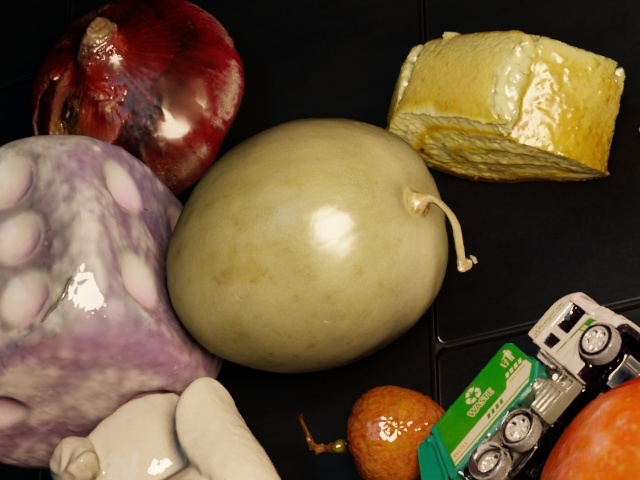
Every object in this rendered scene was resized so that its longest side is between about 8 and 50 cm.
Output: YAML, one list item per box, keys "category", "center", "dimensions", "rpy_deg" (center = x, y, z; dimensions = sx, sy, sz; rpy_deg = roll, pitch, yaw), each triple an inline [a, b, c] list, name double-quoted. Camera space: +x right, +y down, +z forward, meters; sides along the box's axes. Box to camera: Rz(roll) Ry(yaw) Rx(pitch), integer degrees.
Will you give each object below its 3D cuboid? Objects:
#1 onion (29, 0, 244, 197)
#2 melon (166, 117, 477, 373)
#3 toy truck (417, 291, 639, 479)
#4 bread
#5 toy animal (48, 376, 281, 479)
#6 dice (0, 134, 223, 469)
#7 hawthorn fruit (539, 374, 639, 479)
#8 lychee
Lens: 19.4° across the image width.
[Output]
- category: "onion"
  center: [-0.226, -0.173, 2.136]
  dimensions: [0.272, 0.195, 0.272]
  rpy_deg: [-14, 58, 24]
- category: "melon"
  center: [-0.013, 0.006, 1.870]
  dimensions: [0.308, 0.272, 0.271]
  rpy_deg: [-30, 54, 11]
- category: "toy truck"
  center: [0.200, 0.168, 1.745]
  dimensions: [0.253, 0.114, 0.124]
  rpy_deg: [-50, 40, 1]
- category: "bread"
  center: [0.173, -0.136, 1.870]
  dimensions: [0.257, 0.186, 0.124]
  rpy_deg: [3, 72, 42]
- category: "toy animal"
  center: [-0.133, 0.289, 1.835]
  dimensions: [0.271, 0.206, 0.265]
  rpy_deg: [-51, 47, -3]
- category: "dice"
  center: [-0.279, 0.069, 1.994]
  dimensions: [0.270, 0.271, 0.270]
  rpy_deg: [-27, 54, 19]
- category: "hawthorn fruit"
  center: [0.310, 0.235, 1.542]
  dimensions: [0.284, 0.284, 0.284]
  rpy_deg: [-15, 59, 26]
- category: "lychee"
  center: [0.059, 0.197, 1.825]
  dimensions: [0.140, 0.101, 0.114]
  rpy_deg: [-34, 15, 14]
